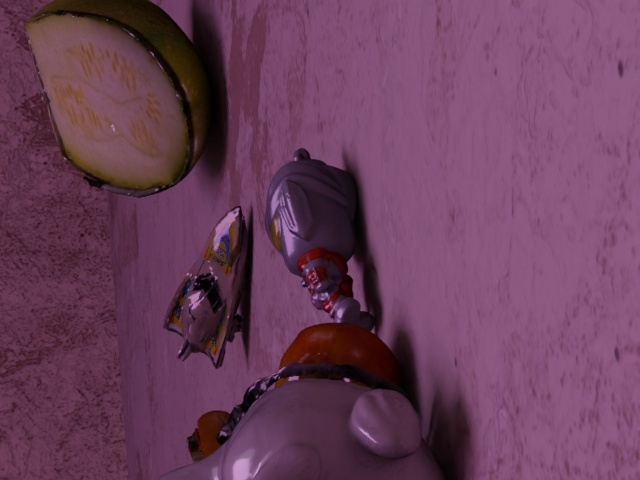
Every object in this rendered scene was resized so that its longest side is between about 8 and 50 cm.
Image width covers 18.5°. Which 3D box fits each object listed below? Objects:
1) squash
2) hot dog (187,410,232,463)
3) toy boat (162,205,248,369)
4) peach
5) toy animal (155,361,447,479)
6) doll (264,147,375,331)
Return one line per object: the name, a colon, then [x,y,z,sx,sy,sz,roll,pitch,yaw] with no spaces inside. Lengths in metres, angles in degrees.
squash: [-0.232,-0.164,2.326,0.309,0.210,0.233,-110,7,-71]
hot dog: [-0.111,0.259,2.194,0.235,0.062,0.092,-122,27,-70]
toy boat: [-0.111,0.043,2.115,0.084,0.066,0.210,37,131,23]
peach: [0.013,0.106,1.396,0.101,0.101,0.101,177,90,-79]
toy animal: [-0.016,0.219,1.333,0.325,0.208,0.154,88,-172,-46]
doll: [0.000,0.000,1.509,0.094,0.079,0.180,47,-160,-52]
